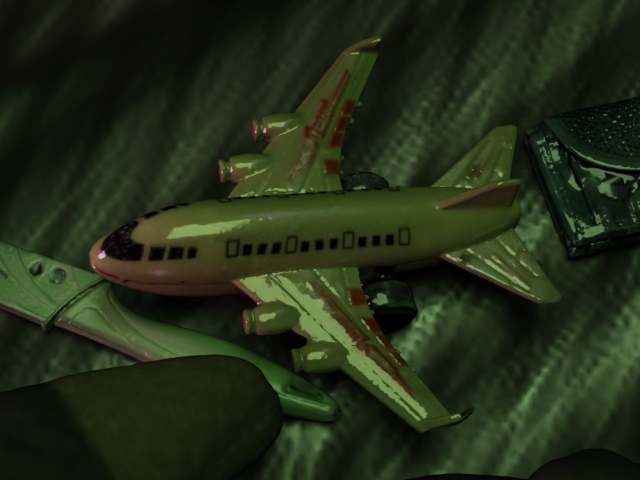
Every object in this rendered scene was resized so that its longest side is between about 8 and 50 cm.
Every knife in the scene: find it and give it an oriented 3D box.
[{"bbox_3d":[-0.123,0.038,0.850,0.293,0.020,0.043,19,67,10],"label":"knife"}]

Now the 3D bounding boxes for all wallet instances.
[{"bbox_3d":[0.190,-0.045,0.891,0.129,0.026,0.088,-13,65,-8],"label":"wallet"}]

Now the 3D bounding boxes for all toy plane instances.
[{"bbox_3d":[0.000,0.000,0.831,0.244,0.092,0.229,-9,66,-4],"label":"toy plane"}]

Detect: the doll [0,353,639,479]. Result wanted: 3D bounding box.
[{"bbox_3d":[-0.015,0.166,0.669,0.382,0.252,0.378,-29,68,-21],"label":"doll"}]
